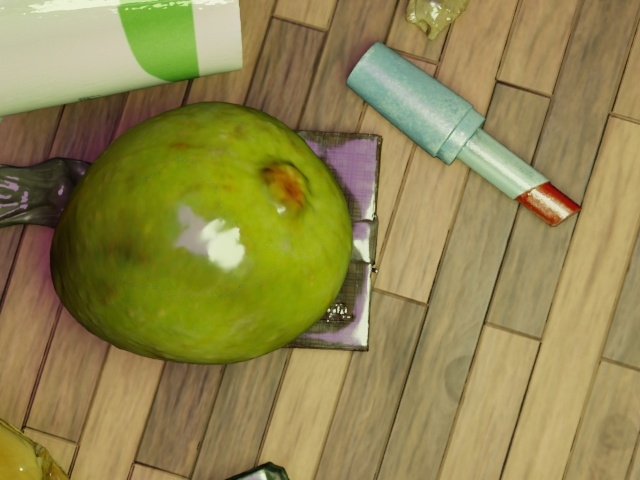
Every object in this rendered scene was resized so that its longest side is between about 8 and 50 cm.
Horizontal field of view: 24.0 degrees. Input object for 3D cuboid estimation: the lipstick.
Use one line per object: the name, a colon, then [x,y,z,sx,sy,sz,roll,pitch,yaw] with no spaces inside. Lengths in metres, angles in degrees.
lipstick: [0.151,-0.103,1.561,0.274,0.061,0.068,38,82,4]

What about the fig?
fig: [-0.136,0.007,1.472,0.326,0.258,0.258,-19,85,37]

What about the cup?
cup: [-0.218,-0.249,1.511,0.274,0.253,0.253,-5,87,-4]

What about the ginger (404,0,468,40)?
ginger: [0.157,-0.285,1.576,0.173,0.051,0.069,-39,89,3]

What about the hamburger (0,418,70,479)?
hamburger: [-0.414,0.308,1.528,0.284,0.174,0.304,28,82,16]

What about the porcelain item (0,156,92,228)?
porcelain item: [-0.287,-0.048,1.589,0.216,0.069,0.081,-2,82,-1]

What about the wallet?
wallet: [0.000,0.000,1.575,0.124,0.042,0.230,4,85,10]

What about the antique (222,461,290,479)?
antique: [-0.108,0.298,1.545,0.183,0.088,0.086,-23,86,1]
